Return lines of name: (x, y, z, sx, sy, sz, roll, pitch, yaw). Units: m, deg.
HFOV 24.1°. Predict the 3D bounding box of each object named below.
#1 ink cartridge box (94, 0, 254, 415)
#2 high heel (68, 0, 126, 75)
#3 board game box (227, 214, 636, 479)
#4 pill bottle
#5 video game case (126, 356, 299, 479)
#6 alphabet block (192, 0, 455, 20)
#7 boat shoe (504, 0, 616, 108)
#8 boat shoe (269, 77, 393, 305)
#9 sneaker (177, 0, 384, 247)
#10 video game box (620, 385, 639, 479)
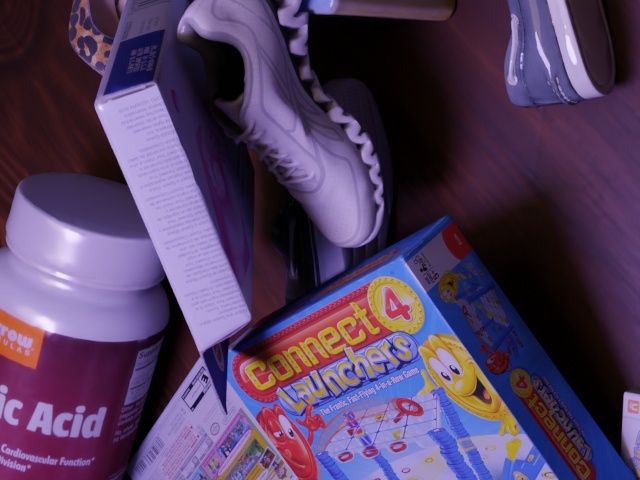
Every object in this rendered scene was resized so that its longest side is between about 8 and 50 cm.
ink cartridge box: (-0.112, -0.057, 1.431, 0.071, 0.324, 0.330, -17, 117, 7)
high heel: (-0.223, -0.298, 1.726, 0.261, 0.093, 0.186, 56, 131, 32)
board game box: (0.089, 0.169, 1.431, 0.308, 0.086, 0.302, -32, 96, 46)
pill bottle: (-0.304, 0.135, 1.752, 0.224, 0.224, 0.392, 30, 113, 33)
video game case: (-0.125, 0.269, 1.750, 0.193, 0.023, 0.212, 49, 121, 25)
alphabet block: (0.007, -0.316, 1.474, 0.192, 0.197, 0.193, 10, 101, 38)
boat shoe: (0.183, -0.276, 1.387, 0.099, 0.116, 0.319, -16, 89, 35)
boat shoe: (0.000, 0.000, 1.557, 0.119, 0.121, 0.335, 4, 99, 35)
sneaker: (-0.039, -0.110, 1.388, 0.110, 0.118, 0.292, -11, 114, 43)
video game box: (0.357, 0.244, 1.339, 0.187, 0.048, 0.205, 7, 99, 42)
